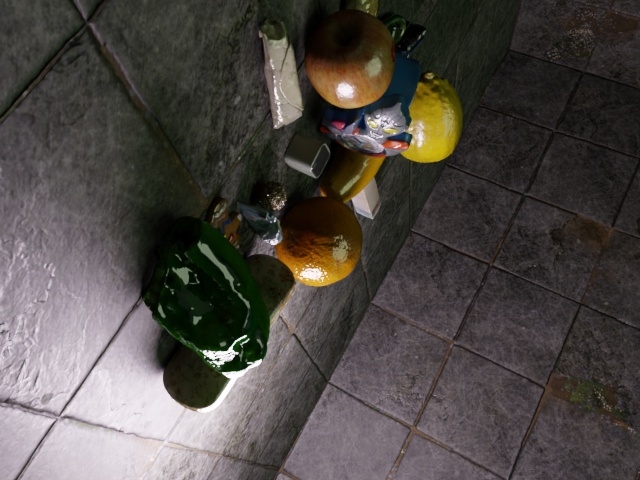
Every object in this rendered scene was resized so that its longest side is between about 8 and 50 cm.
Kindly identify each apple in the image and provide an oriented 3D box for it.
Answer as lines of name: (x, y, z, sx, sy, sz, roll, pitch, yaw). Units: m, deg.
apple: (0.069, -0.414, 1.280, 0.211, 0.211, 0.188, -63, 154, -7)

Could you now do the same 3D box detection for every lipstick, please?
lipstick: (0.152, -0.184, 1.993, 0.079, 0.076, 0.371, -60, 161, -11)

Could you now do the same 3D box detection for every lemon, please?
lemon: (0.374, -0.433, 2.003, 0.316, 0.285, 0.285, 41, 72, -38)

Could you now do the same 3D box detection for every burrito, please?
burrito: (-0.082, -0.345, 1.185, 0.082, 0.059, 0.275, -41, 153, -20)

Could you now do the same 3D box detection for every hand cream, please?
hand cream: (-0.140, -0.037, 1.391, 0.248, 0.075, 0.052, 59, 30, -74)

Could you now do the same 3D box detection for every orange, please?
orange: (0.000, 0.000, 1.577, 0.264, 0.264, 0.264, -53, 158, -32)

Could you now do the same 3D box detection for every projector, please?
projector: (-0.033, -0.218, 1.438, 0.083, 0.082, 0.083, -63, 161, -7)

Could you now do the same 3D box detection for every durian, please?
durian: (-0.117, -0.106, 1.357, 0.091, 0.080, 0.080, 37, 77, -49)

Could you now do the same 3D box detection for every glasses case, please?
glasses case: (-0.217, 0.216, 1.369, 0.425, 0.156, 0.098, -56, 168, -25)

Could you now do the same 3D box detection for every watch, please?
watch: (0.153, -0.383, 1.457, 0.305, 0.241, 0.274, 158, -49, -70)

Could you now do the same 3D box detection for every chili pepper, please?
chili pepper: (-0.215, 0.132, 1.141, 0.213, 0.167, 0.385, -45, 135, -23)

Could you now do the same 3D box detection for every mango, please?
mango: (0.117, -0.265, 1.706, 0.187, 0.144, 0.359, 10, 110, -59)

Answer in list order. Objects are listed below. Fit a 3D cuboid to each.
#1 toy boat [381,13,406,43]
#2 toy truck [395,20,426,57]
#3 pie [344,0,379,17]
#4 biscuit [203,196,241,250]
toy boat: (0.194, -0.600, 1.624, 0.210, 0.052, 0.104, -44, 150, -45)
toy truck: (0.273, -0.634, 1.780, 0.201, 0.074, 0.088, -53, 167, -35)
pie: (0.105, -0.577, 1.394, 0.128, 0.068, 0.282, -52, 162, -31)
biscuit: (-0.223, -0.010, 1.274, 0.138, 0.031, 0.205, -59, 162, -19)
